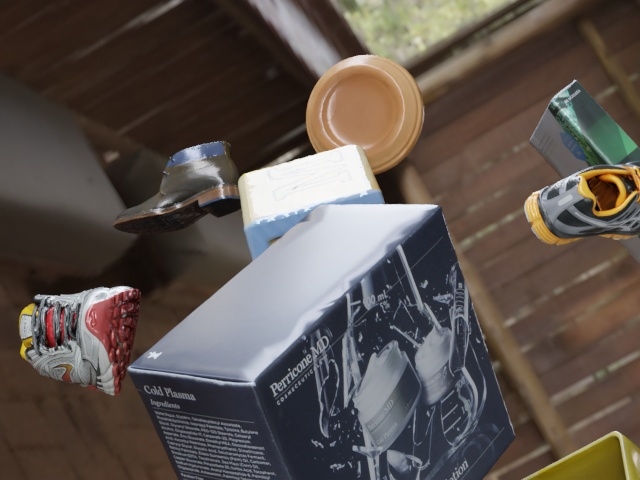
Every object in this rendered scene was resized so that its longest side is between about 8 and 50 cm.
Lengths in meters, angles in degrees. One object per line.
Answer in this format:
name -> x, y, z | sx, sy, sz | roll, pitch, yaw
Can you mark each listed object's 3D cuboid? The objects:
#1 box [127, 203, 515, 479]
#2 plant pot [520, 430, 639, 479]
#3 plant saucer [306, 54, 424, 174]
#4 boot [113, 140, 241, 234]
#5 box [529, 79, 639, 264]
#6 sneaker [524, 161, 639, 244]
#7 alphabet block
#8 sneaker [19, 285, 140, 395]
box -> 0.016, 0.176, 1.488 | 0.343, 0.179, 0.312 | -42, 121, -40
plant pot -> 0.382, 0.405, 1.819 | 0.187, 0.212, 0.212 | 26, 43, -33
plant saucer -> 0.067, -0.205, 2.274 | 0.200, 0.200, 0.037 | 63, 14, 14
boot -> -0.223, -0.079, 2.189 | 0.082, 0.219, 0.106 | 44, 35, -63
box -> 0.442, -0.071, 2.051 | 0.322, 0.058, 0.232 | 48, -6, 9
sneaker -> 0.322, -0.047, 1.522 | 0.215, 0.083, 0.084 | -17, 76, -37
alphabet block -> 0.000, 0.000, 1.972 | 0.197, 0.194, 0.192 | -105, -178, -66
sneaker -> -0.208, 0.085, 1.180 | 0.225, 0.093, 0.088 | 142, -41, -68
